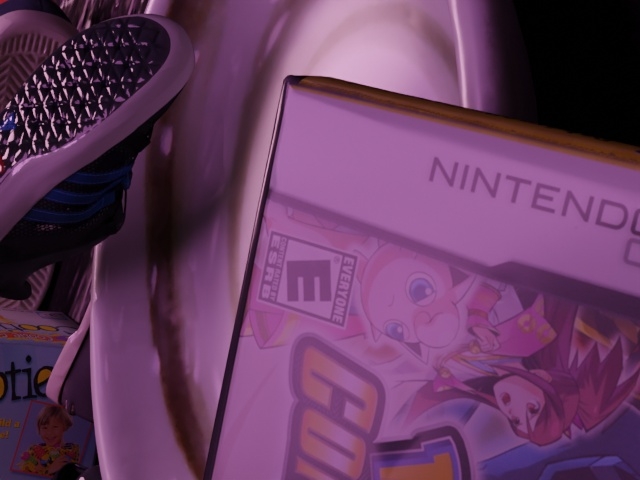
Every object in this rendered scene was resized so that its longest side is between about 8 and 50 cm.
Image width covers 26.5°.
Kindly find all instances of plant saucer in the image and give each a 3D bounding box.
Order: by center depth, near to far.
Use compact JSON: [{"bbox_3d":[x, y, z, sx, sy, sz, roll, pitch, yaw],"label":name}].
[{"bbox_3d":[0.000,0.000,0.646,0.400,0.100,0.401,-21,66,60],"label":"plant saucer"}]

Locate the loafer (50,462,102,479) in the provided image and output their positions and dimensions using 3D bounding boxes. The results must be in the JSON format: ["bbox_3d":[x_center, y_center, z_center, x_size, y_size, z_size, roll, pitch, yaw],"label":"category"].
[{"bbox_3d":[-0.143,0.188,0.897,0.223,0.076,0.078,171,96,-65],"label":"loafer"}]

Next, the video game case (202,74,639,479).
[{"bbox_3d":[0.071,0.106,0.420,0.248,0.035,0.275,17,100,28],"label":"video game case"}]

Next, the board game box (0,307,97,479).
[{"bbox_3d":[-0.271,0.198,1.067,0.142,0.144,0.275,21,102,62],"label":"board game box"}]

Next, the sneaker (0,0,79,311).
[{"bbox_3d":[-0.286,-0.056,1.192,0.350,0.131,0.148,-63,26,23],"label":"sneaker"}]

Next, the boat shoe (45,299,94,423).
[{"bbox_3d":[-0.120,0.049,0.930,0.065,0.075,0.206,37,120,10],"label":"boat shoe"}]

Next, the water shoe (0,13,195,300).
[{"bbox_3d":[-0.131,-0.043,0.728,0.203,0.080,0.073,-36,52,23],"label":"water shoe"}]
